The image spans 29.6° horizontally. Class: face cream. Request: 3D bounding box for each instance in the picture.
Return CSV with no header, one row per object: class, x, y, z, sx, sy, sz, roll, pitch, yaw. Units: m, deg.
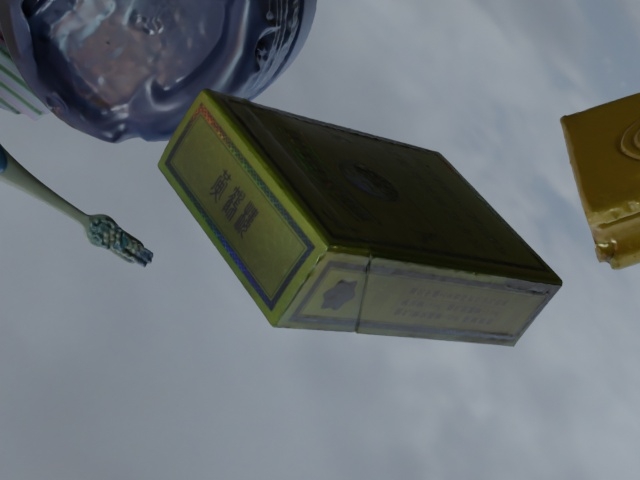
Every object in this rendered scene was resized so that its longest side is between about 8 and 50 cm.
face cream,-0.143,-0.223,1.114,0.249,0.249,0.225,52,-158,-8

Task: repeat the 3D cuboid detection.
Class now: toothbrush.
toothbrush,-0.282,-0.081,0.932,0.386,0.040,0.040,37,-145,-31

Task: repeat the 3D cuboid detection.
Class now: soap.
soap,-0.355,-0.200,1.349,0.149,0.100,0.056,38,-130,-30
soap,0.457,-0.104,1.412,0.204,0.324,0.096,-94,-19,-46

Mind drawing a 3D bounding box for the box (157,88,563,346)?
box,0.027,-0.008,0.716,0.220,0.064,0.141,8,-145,-45
